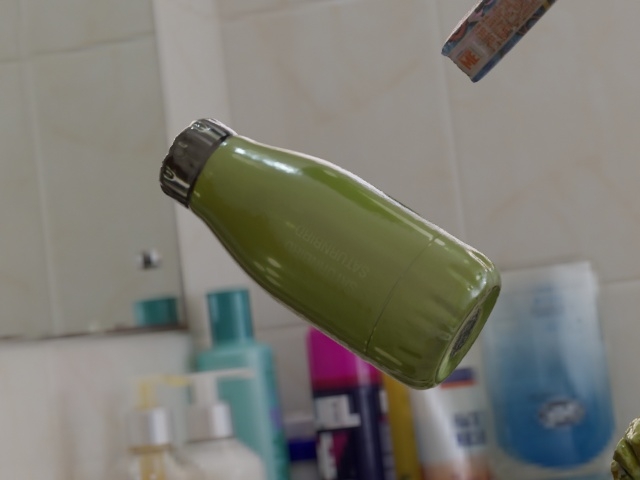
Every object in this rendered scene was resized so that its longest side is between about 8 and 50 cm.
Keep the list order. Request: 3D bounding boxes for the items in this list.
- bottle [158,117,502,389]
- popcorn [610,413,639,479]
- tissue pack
[{"bbox_3d":[0.000,0.000,1.173,0.260,0.112,0.112,33,7,16],"label":"bottle"},{"bbox_3d":[0.413,0.285,1.809,0.198,0.212,0.198,26,18,-9],"label":"popcorn"},{"bbox_3d":[0.207,-0.254,1.715,0.155,0.065,0.115,-45,3,32],"label":"tissue pack"}]
